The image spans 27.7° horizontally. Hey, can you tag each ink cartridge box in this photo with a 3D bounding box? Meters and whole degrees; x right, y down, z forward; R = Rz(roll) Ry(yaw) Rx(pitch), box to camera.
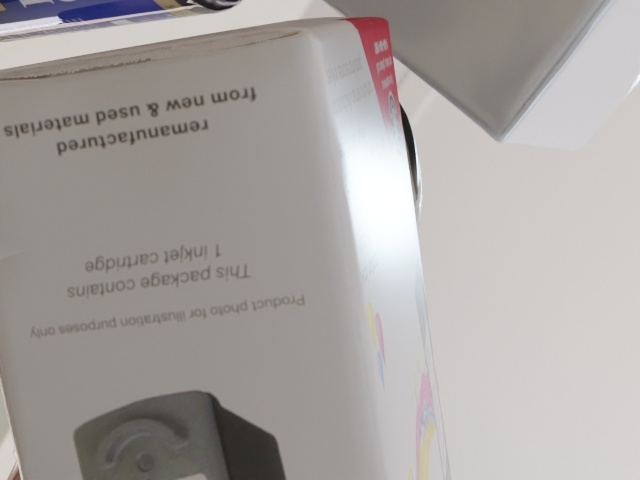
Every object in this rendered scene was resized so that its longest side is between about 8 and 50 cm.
[{"bbox_3d":[-0.021,0.070,0.520,0.131,0.226,0.306,-9,-80,10],"label":"ink cartridge box"}]

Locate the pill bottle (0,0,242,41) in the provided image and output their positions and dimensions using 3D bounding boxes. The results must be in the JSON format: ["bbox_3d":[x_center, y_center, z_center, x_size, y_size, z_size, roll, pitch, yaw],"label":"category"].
[{"bbox_3d":[-0.151,-0.176,0.724,0.219,0.123,0.122,-3,-84,25],"label":"pill bottle"}]

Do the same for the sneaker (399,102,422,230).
[{"bbox_3d":[0.000,0.000,0.812,0.100,0.108,0.271,13,-122,11],"label":"sneaker"}]

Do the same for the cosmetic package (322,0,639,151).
[{"bbox_3d":[0.120,-0.313,0.999,0.394,0.329,0.327,40,-75,14],"label":"cosmetic package"}]

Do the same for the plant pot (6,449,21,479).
[{"bbox_3d":[-0.230,0.368,1.160,0.272,0.272,0.265,26,-107,19],"label":"plant pot"}]
